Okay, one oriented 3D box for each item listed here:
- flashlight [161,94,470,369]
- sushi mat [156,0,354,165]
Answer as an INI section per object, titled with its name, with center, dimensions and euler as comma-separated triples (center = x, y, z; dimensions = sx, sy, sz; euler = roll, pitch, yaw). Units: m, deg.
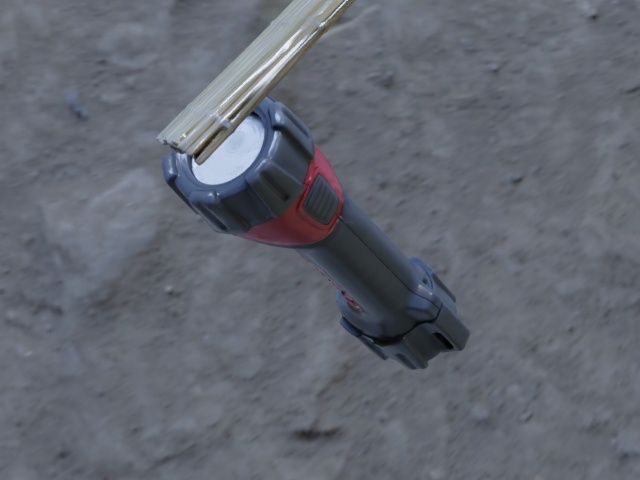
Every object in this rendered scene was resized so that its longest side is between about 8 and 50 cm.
[flashlight]
center = 0.000, 0.000, 1.368
dimensions = 0.103, 0.304, 0.103
euler = -27, 53, 13
[sushi mat]
center = 0.033, -0.159, 0.942
dimensions = 0.019, 0.151, 0.316
euler = 44, 86, -10
